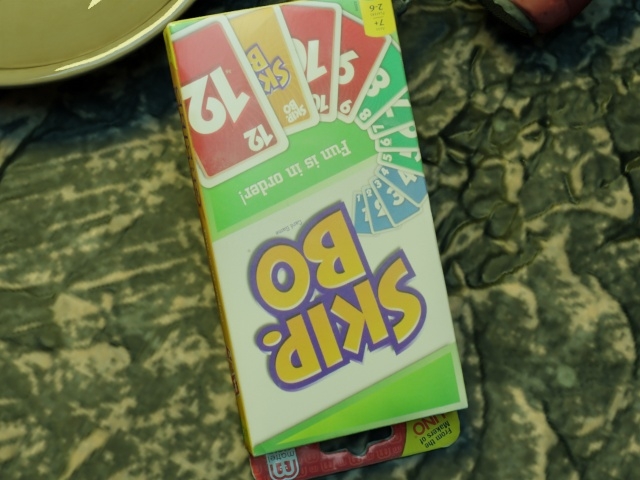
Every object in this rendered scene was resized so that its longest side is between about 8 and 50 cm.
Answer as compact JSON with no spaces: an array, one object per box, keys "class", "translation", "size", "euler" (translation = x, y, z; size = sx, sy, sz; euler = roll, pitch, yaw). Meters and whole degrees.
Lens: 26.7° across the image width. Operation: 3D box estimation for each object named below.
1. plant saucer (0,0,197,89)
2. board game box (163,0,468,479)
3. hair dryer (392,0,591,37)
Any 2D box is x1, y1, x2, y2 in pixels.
[{"class":"plant saucer","translation":[-0.178,-0.215,0.824],"size":[0.277,0.041,0.278],"euler":[-1,73,4]},{"class":"board game box","translation":[0.000,0.000,0.738],"size":[0.124,0.039,0.260],"euler":[-12,95,-10]},{"class":"hair dryer","translation":[0.119,-0.216,0.783],"size":[0.293,0.224,0.080],"euler":[-25,47,-27]}]
